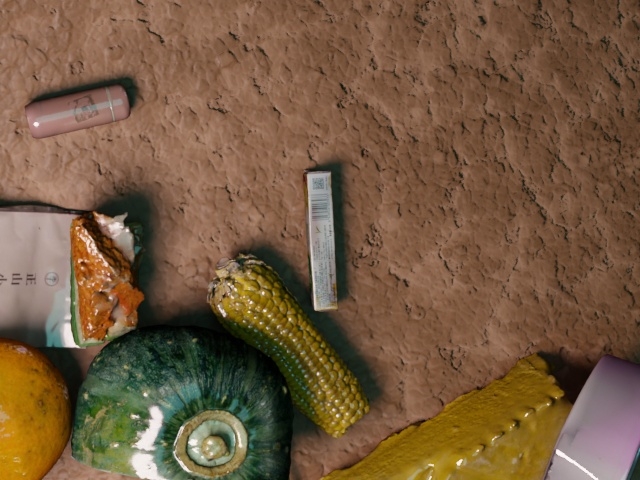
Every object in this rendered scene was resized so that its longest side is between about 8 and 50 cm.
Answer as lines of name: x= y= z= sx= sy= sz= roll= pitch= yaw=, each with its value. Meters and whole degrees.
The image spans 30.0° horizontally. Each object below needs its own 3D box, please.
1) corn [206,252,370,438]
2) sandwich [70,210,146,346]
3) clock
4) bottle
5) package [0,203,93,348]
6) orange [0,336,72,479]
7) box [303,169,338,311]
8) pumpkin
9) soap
corn: x=-0.049 y=0.153 z=1.714 sx=0.115 sy=0.115 sz=0.317 roll=-40 pitch=101 yaw=-7
sandwich: x=-0.285 y=0.054 z=1.620 sx=0.109 sy=0.160 sz=0.184 roll=-1 pitch=88 yaw=-17
clock: x=0.398 y=0.335 z=1.734 sx=0.102 sy=0.338 sz=0.338 roll=22 pitch=89 yaw=19
bottle: x=-0.335 y=-0.179 z=1.650 sx=0.140 sy=0.053 sz=0.053 roll=-14 pitch=97 yaw=-12
package: x=-0.444 y=0.048 z=1.646 sx=0.251 sy=0.062 sz=0.203 roll=4 pitch=93 yaw=-26
orange: x=-0.444 y=0.241 z=1.558 sx=0.240 sy=0.171 sz=0.240 roll=-3 pitch=101 yaw=-15
box: x=0.000 y=0.000 z=1.742 sx=0.041 sy=0.050 sz=0.207 roll=-5 pitch=95 yaw=-9
pumpkin: x=-0.180 y=0.213 z=1.617 sx=0.293 sy=0.263 sz=0.196 roll=9 pitch=86 yaw=-10
soap: x=0.187 y=0.292 z=1.747 sx=0.304 sy=0.169 sz=0.338 roll=24 pitch=88 yaw=-23
